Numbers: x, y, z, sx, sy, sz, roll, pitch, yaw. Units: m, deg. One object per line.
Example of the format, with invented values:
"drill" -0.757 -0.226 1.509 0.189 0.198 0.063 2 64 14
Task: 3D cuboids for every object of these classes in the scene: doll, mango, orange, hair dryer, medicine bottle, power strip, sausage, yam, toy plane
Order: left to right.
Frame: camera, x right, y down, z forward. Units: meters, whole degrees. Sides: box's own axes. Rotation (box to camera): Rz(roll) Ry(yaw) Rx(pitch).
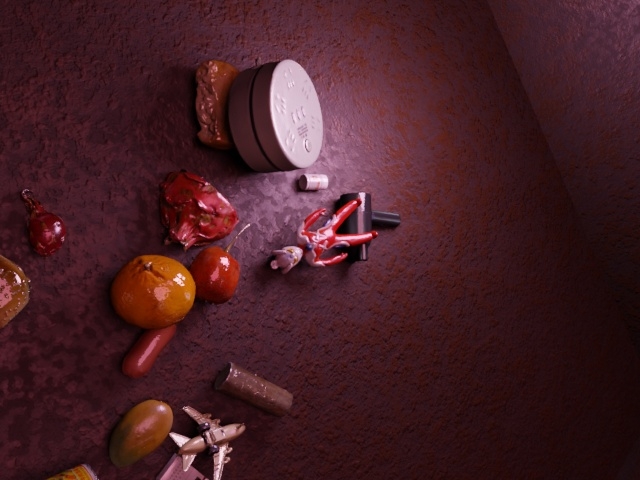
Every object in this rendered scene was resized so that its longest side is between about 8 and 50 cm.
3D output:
"mango" -0.485 0.517 1.488 0.130 0.091 0.195 43 70 -24
"sausage" -0.474 0.293 1.535 0.077 0.077 0.194 43 62 -22
"orange" -0.449 0.136 1.492 0.219 0.193 0.219 20 29 -12
"toy plane" -0.308 0.567 1.582 0.244 0.092 0.229 -7 58 -44
"yam" -0.197 0.460 1.688 0.259 0.093 0.093 34 65 -26
"power strip" -0.134 -0.394 1.736 0.357 0.161 0.358 12 76 -61
"medicine bottle" -0.024 -0.203 1.927 0.089 0.057 0.057 -3 85 -35
"doll" 0.000 0.000 1.835 0.383 0.099 0.189 -28 91 -18
"hair dryer" 0.198 -0.037 2.036 0.302 0.116 0.245 3 83 -41

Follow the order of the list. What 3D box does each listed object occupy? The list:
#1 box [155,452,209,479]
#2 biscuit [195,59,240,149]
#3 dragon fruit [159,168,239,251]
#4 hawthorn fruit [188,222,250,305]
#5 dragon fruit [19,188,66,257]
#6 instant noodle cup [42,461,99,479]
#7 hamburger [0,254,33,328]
"box" -0.378 0.682 1.560 0.154 0.040 0.084 47 58 -17
"biscuit" -0.298 -0.416 1.749 0.213 0.091 0.275 8 77 -45
"dragon fruit" -0.370 -0.062 1.625 0.262 0.134 0.212 39 66 -23
"hawthorn fruit" -0.285 0.054 1.641 0.165 0.165 0.286 37 71 -24
"dragon fruit" -0.712 -0.052 1.421 0.094 0.094 0.191 -16 80 -35
"instant noodle cup" -0.640 0.640 1.317 0.212 0.193 0.193 -21 95 -42
"hamburger" -0.808 0.109 1.306 0.215 0.122 0.189 43 64 -19
